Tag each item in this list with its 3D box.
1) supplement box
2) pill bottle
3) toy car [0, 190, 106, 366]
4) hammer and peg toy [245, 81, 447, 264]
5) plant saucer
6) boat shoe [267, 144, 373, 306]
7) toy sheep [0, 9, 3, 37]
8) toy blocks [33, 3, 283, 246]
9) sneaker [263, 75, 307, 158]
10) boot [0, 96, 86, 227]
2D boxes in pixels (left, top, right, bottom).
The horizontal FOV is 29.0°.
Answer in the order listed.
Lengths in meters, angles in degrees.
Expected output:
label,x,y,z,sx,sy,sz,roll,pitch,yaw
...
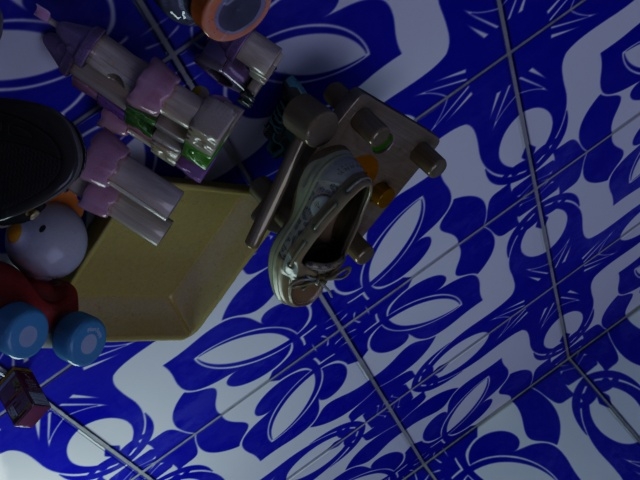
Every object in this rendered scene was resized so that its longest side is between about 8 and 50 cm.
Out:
label,x,y,z,sx,sy,sz,roll,pitch,yaw
supplement box,-0.481,0.253,2.001,0.055,0.083,0.043,-46,149,16
pill bottle,-0.151,-0.328,1.379,0.130,0.245,0.130,-27,148,-18
toy car,-0.404,0.024,1.706,0.210,0.219,0.238,16,92,-54
hammer and peg toy,0.009,-0.104,1.851,0.266,0.127,0.361,-51,147,13
plant saucer,-0.255,0.016,1.918,0.333,0.081,0.332,4,131,-50
boat shoe,0.000,0.000,1.756,0.105,0.089,0.285,-19,141,-33
toy sheep,-0.401,-0.247,1.389,0.091,0.091,0.132,-28,168,-16
toy blocks,-0.231,-0.193,1.557,0.309,0.260,0.288,-57,-176,-13
sneaker,-0.052,-0.179,1.884,0.076,0.065,0.166,-24,146,-15
boot,-0.392,-0.074,1.418,0.377,0.138,0.284,-16,180,18
